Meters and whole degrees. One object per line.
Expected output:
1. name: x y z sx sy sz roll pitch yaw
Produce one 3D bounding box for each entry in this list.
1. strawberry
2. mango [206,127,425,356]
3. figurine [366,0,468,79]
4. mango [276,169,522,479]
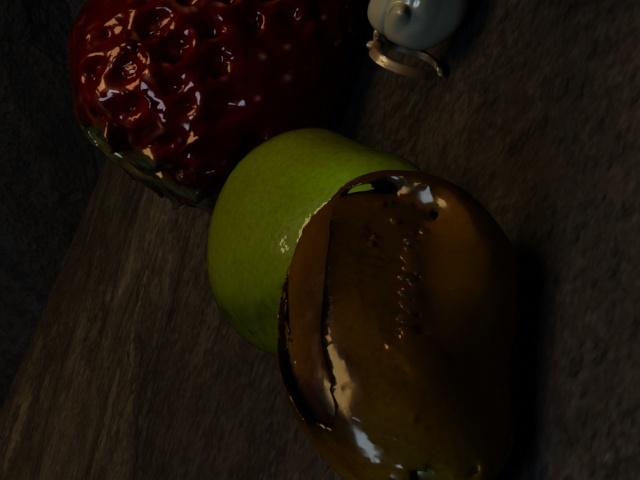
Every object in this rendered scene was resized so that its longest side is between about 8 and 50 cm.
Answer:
1. strawberry: -0.091 -0.206 1.498 0.345 0.295 0.317 -53 -20 -6
2. mango: -0.004 0.007 1.156 0.185 0.149 0.273 -66 22 2
3. figurine: 0.088 -0.205 1.206 0.132 0.132 0.153 -99 22 -59
4. mango: 0.057 0.063 0.914 0.156 0.151 0.248 -23 41 13
